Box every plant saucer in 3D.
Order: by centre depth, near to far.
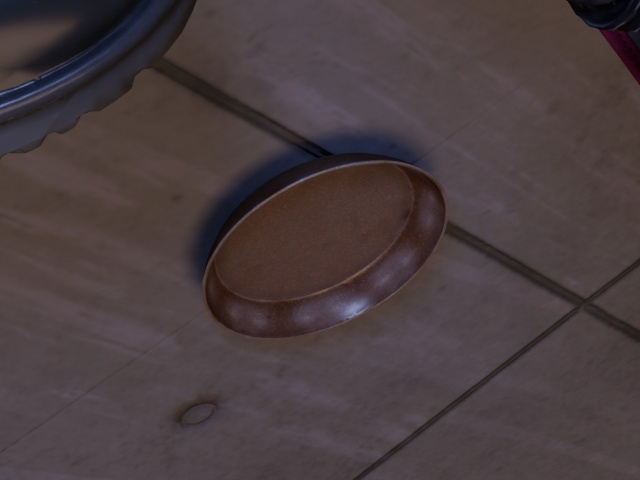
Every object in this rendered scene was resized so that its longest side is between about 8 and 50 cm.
[{"bbox_3d":[0.000,0.000,1.036,0.168,0.029,0.168,-17,144,-13],"label":"plant saucer"}]

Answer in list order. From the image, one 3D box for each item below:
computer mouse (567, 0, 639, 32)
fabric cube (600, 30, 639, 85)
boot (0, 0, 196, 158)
[{"bbox_3d":[0.028,-0.196,0.545,0.072,0.272,0.188,-54,167,-26],"label":"computer mouse"},{"bbox_3d":[0.206,-0.245,0.652,0.258,0.254,0.259,-21,145,-8],"label":"fabric cube"},{"bbox_3d":[-0.251,-0.192,0.504,0.367,0.146,0.445,-16,142,-3],"label":"boot"}]
